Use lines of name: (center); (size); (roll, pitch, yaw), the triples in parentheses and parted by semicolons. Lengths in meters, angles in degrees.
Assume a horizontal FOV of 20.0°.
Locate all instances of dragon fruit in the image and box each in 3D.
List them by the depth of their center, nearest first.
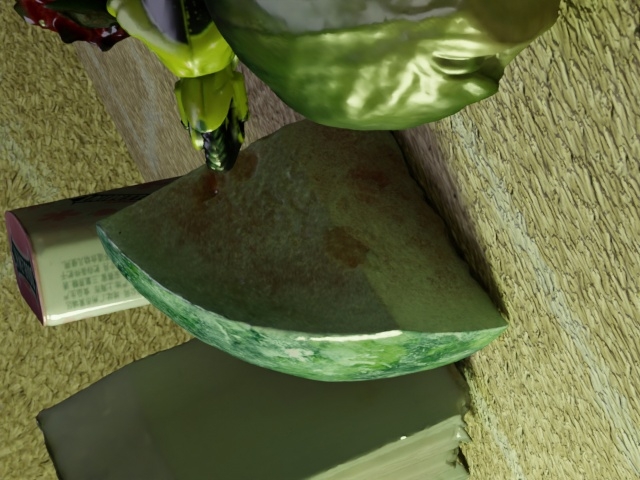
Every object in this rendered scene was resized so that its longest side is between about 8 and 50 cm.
dragon fruit: (-0.279, -0.373, 2.195); (0.234, 0.234, 0.293); (85, 170, -64)

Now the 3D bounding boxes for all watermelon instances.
watermelon: (0.000, 0.000, 1.709); (0.228, 0.387, 0.258); (55, -130, -77)

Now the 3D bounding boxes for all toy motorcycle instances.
toy motorcycle: (-0.104, -0.238, 1.519); (0.206, 0.142, 0.342); (94, 174, -59)

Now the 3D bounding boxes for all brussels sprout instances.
brussels sprout: (0.043, -0.175, 1.112); (0.271, 0.210, 0.219); (12, 135, 57)

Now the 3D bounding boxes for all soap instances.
soap: (-0.070, 0.223, 1.992); (0.350, 0.435, 0.213); (82, 164, -71)

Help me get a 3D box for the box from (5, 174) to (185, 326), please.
box: (-0.133, -0.011, 1.906); (0.190, 0.369, 0.112); (-147, 46, -67)
